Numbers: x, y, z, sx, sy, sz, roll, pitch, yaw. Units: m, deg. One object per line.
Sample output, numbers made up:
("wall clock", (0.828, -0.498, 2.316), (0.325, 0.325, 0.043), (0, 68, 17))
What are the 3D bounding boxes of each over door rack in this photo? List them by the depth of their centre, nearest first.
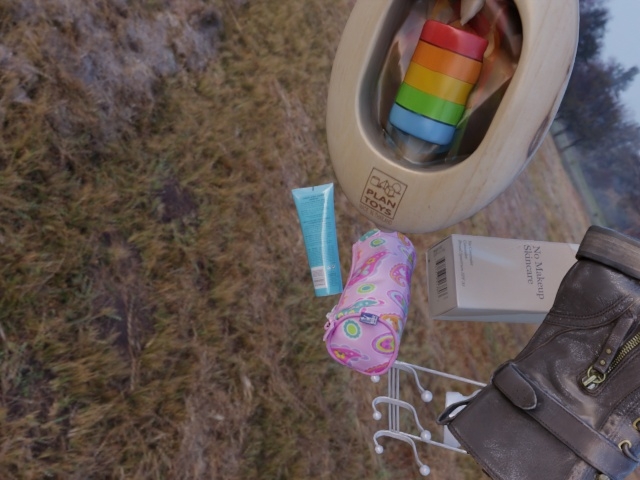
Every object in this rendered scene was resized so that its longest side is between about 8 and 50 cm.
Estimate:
("over door rack", (0.262, 0.367, 1.321), (0.108, 0.324, 0.239), (-68, 158, -54))

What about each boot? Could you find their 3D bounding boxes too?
("boot", (0.241, 0.133, 0.482), (0.263, 0.229, 0.091), (33, 3, 40))

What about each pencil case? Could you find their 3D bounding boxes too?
("pencil case", (0.086, 0.089, 1.060), (0.124, 0.124, 0.284), (62, 26, -21))

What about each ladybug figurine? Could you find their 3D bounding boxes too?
("ladybug figurine", (0.174, -0.215, 0.897), (0.305, 0.449, 0.162), (31, 24, 15))

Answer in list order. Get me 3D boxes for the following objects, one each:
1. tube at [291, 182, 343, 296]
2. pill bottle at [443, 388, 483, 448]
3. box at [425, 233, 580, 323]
("tube", (0.000, 0.000, 1.220), (0.052, 0.080, 0.207), (6, 75, -84))
("pill bottle", (0.438, 0.441, 1.558), (0.162, 0.278, 0.162), (3, 90, -79))
("box", (0.372, 0.080, 1.260), (0.121, 0.311, 0.148), (133, -43, -66))
